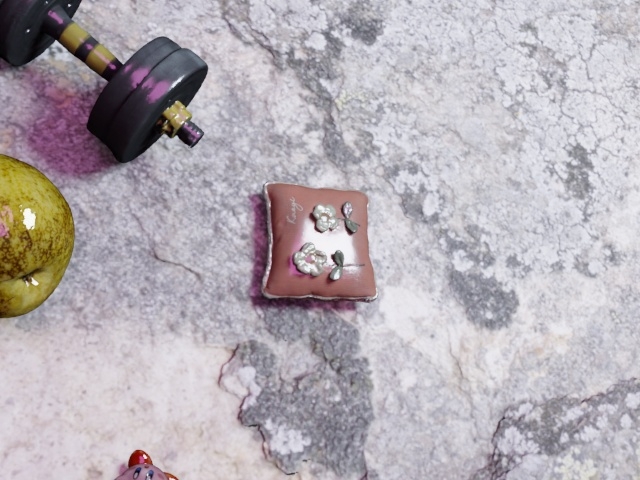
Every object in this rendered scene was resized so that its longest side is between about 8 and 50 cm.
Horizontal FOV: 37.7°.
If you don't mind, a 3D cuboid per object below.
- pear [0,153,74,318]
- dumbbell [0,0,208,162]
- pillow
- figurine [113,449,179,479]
[{"bbox_3d":[-0.400,0.001,1.154,0.197,0.197,0.197,6,70,-17],"label":"pear"},{"bbox_3d":[-0.318,-0.260,1.285,0.388,0.185,0.185,40,64,-1],"label":"dumbbell"},{"bbox_3d":[0.000,0.000,1.358,0.172,0.075,0.179,4,69,-17],"label":"pillow"},{"bbox_3d":[-0.220,0.316,1.180,0.083,0.071,0.067,25,107,-1],"label":"figurine"}]
